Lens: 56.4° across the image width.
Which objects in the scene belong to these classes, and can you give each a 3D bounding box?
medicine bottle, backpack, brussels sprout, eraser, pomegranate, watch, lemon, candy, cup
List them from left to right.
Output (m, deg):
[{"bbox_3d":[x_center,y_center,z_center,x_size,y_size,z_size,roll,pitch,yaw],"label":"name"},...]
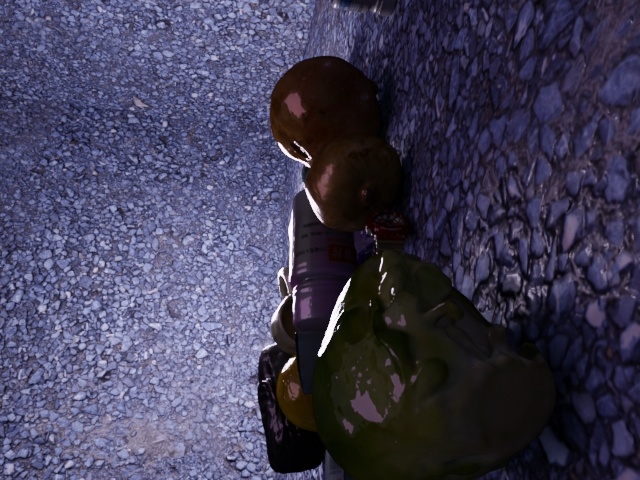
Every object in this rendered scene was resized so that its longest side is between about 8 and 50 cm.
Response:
[{"bbox_3d":[-0.086,0.225,1.821,0.255,0.173,0.202,48,160,7],"label":"cup"},{"bbox_3d":[-0.091,0.540,2.026,0.363,0.254,0.446,105,152,-51],"label":"backpack"},{"bbox_3d":[-0.008,0.412,1.656,0.263,0.235,0.236,72,-161,-71],"label":"lemon"},{"bbox_3d":[0.022,0.055,1.673,0.219,0.219,0.388,115,158,-64],"label":"medicine bottle"},{"bbox_3d":[0.026,-0.365,1.675,0.338,0.338,0.338,-175,90,-80],"label":"pomegranate"},{"bbox_3d":[0.072,0.570,1.545,0.227,0.081,0.174,115,161,-66],"label":"eraser"},{"bbox_3d":[0.080,-0.138,1.425,0.248,0.248,0.248,-175,90,-80],"label":"pomegranate"},{"bbox_3d":[0.117,-0.676,1.633,0.105,0.168,0.105,-176,90,-80],"label":"medicine bottle"},{"bbox_3d":[0.127,-0.049,1.565,0.145,0.070,0.275,124,154,-58],"label":"candy"},{"bbox_3d":[0.148,0.061,1.374,0.165,0.102,0.268,-86,-2,-50],"label":"watch"},{"bbox_3d":[0.140,0.191,0.825,0.371,0.275,0.315,-149,77,-72],"label":"brussels sprout"}]

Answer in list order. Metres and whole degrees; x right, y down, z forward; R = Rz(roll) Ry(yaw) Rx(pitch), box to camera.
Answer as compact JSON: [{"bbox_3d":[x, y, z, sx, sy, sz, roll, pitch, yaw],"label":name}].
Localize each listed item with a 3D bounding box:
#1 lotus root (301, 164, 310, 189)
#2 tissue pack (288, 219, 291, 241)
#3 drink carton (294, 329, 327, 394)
[{"bbox_3d":[0.021,-0.190,1.964,0.350,0.174,0.175,-101,18,-57],"label":"lotus root"},{"bbox_3d":[0.000,0.000,1.934,0.225,0.184,0.124,-100,21,-54],"label":"tissue pack"},{"bbox_3d":[0.042,0.292,1.461,0.185,0.189,0.191,78,-175,-45],"label":"drink carton"}]
